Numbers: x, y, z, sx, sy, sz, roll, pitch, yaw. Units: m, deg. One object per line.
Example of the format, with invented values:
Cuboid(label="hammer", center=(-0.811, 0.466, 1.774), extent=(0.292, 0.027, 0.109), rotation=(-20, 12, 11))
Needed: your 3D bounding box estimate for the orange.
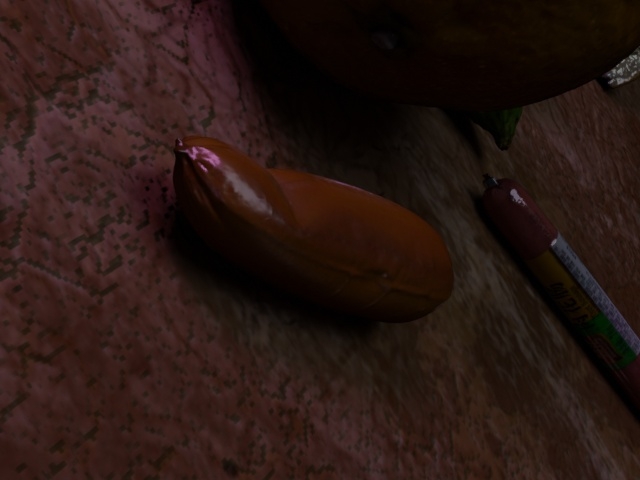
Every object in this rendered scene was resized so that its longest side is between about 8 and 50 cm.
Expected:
Cuboid(label="orange", center=(0.076, -0.186, 0.627), extent=(0.264, 0.264, 0.264), rotation=(37, 38, -36))

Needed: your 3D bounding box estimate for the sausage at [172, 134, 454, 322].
Cuboid(label="sausage", center=(0.000, 0.000, 0.542), extent=(0.183, 0.054, 0.062), rotation=(19, 18, -47))

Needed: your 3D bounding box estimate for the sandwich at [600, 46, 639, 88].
Cuboid(label="sandwich", center=(0.278, -0.244, 1.139), extent=(0.094, 0.096, 0.258), rotation=(47, 35, -33))

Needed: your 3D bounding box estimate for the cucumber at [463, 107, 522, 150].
Cuboid(label="cucumber", center=(0.078, -0.164, 0.792), extent=(0.069, 0.069, 0.227), rotation=(-19, 85, -60))

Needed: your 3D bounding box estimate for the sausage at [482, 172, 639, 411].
Cuboid(label="sausage", center=(0.168, 0.040, 0.788), extent=(0.223, 0.029, 0.029), rotation=(50, 32, -19))
